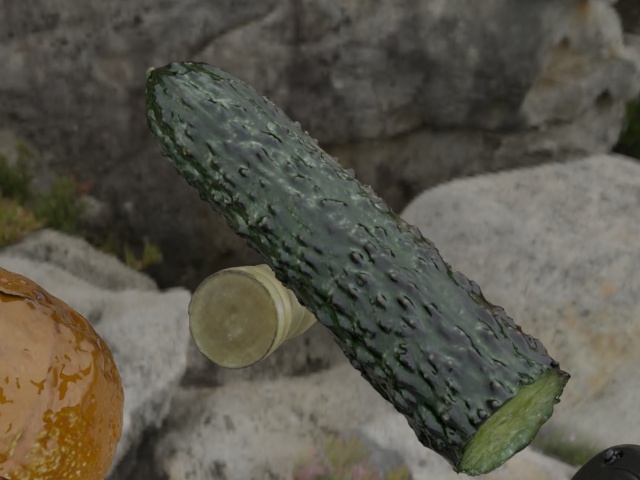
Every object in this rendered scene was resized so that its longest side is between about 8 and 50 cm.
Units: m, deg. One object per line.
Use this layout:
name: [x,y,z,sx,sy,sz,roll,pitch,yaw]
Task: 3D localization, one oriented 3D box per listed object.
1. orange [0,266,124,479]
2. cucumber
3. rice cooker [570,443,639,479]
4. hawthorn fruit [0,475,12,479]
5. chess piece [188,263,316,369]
orange: [-0.382,0.182,1.339,0.341,0.340,0.293,17,63,11]
cucumber: [0.000,0.000,0.828,0.096,0.096,0.359,-33,60,-24]
rice cooker: [0.305,0.271,1.176,0.142,0.118,0.203,-47,25,-2]
hawthorn fruit: [-0.221,0.258,0.885,0.251,0.199,0.199,5,52,-10]
chess piece: [-0.038,0.056,1.188,0.090,0.090,0.200,27,17,18]
